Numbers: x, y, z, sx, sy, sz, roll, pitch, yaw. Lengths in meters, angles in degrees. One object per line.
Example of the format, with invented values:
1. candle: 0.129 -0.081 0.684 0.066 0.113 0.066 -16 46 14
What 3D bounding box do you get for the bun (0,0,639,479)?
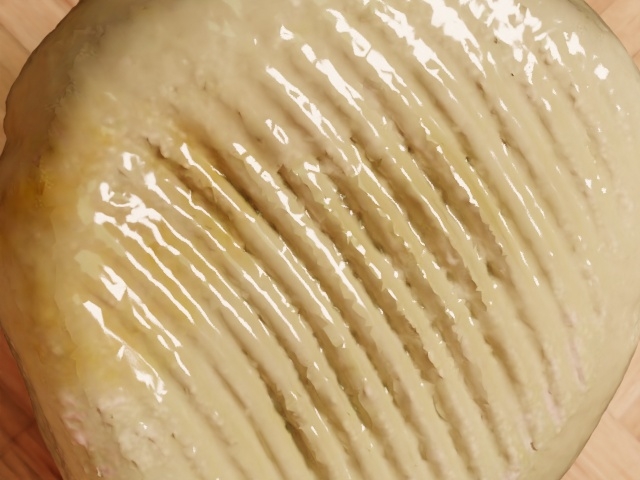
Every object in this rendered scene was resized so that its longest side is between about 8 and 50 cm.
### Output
1. bun: 0.000 0.000 0.850 0.365 0.219 0.365 -3 101 -16
